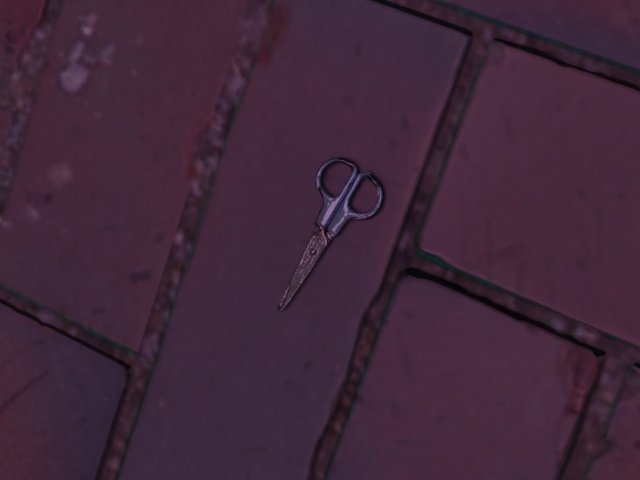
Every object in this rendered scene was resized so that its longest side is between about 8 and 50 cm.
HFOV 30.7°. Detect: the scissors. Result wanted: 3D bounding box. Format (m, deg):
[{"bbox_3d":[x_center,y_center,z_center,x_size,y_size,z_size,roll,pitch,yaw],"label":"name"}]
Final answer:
[{"bbox_3d":[0.000,0.000,0.560,0.036,0.006,0.083,34,107,15],"label":"scissors"}]
